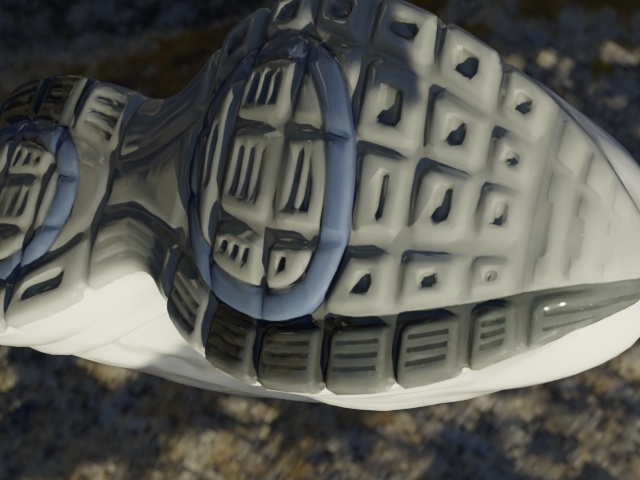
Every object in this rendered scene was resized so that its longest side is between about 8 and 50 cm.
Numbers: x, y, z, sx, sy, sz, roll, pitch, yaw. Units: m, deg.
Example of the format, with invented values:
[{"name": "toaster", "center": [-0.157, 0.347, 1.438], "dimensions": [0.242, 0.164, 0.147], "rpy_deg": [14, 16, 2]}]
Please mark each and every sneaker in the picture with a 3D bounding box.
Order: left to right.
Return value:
[{"name": "sneaker", "center": [0.000, 0.000, 0.570], "dimensions": [0.129, 0.297, 0.111], "rpy_deg": [22, 80, -34]}]
